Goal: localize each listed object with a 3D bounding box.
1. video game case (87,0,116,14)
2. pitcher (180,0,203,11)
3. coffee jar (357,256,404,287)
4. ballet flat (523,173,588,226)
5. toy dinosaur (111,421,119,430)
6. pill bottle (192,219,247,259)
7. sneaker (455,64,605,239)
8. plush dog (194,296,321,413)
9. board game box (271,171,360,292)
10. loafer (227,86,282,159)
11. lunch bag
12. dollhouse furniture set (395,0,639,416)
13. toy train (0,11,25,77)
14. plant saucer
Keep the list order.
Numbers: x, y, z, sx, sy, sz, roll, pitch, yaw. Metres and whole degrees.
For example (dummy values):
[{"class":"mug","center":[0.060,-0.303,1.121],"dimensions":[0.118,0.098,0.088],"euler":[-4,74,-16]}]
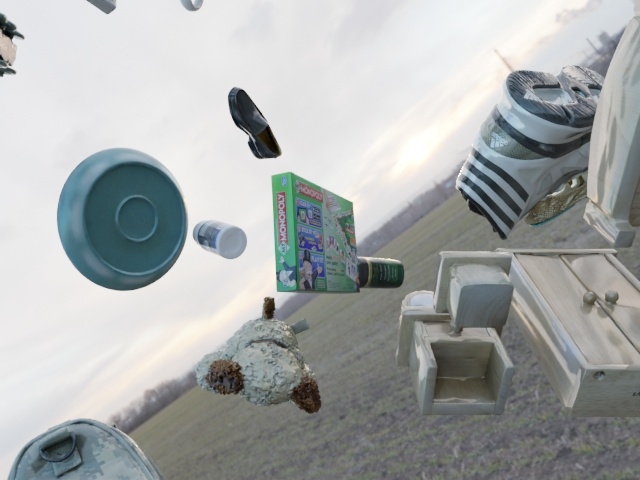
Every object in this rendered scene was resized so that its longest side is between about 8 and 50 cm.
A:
[{"class":"video game case","center":[-0.379,-0.451,0.708],"dimensions":[0.026,0.207,0.227],"euler":[-22,-23,24]},{"class":"pitcher","center":[-0.225,-0.540,0.962],"dimensions":[0.178,0.125,0.207],"euler":[87,-165,-47]},{"class":"coffee jar","center":[0.123,0.082,1.329],"dimensions":[0.096,0.079,0.184],"euler":[-2,-5,44]},{"class":"ballet flat","center":[0.451,-0.097,0.945],"dimensions":[0.206,0.067,0.073],"euler":[-28,11,-10]},{"class":"toy dinosaur","center":[-0.398,0.427,0.967],"dimensions":[0.064,0.268,0.118],"euler":[4,14,-35]},{"class":"pill bottle","center":[-0.236,-0.006,1.210],"dimensions":[0.078,0.078,0.137],"euler":[-36,30,-28]},{"class":"sneaker","center":[0.384,-0.146,0.903],"dimensions":[0.447,0.169,0.258],"euler":[-10,-36,-38]},{"class":"plush dog","center":[-0.105,0.243,1.033],"dimensions":[0.225,0.262,0.211],"euler":[-127,51,-72]},{"class":"board game box","center":[0.000,0.000,1.068],"dimensions":[0.046,0.214,0.317],"euler":[-8,-10,23]},{"class":"loafer","center":[-0.128,-0.236,1.059],"dimensions":[0.061,0.170,0.062],"euler":[13,58,36]},{"class":"lunch bag","center":[-0.275,0.372,0.672],"dimensions":[0.212,0.256,0.305],"euler":[-18,-22,-22]},{"class":"dollhouse furniture set","center":[0.211,-0.069,0.367],"dimensions":[0.303,0.356,0.174],"euler":[0,28,-2]},{"class":"toy train","center":[-0.841,-0.495,1.254],"dimensions":[0.334,0.190,0.142],"euler":[-158,83,-71]},{"class":"plant saucer","center":[-0.411,-0.046,1.155],"dimensions":[0.043,0.318,0.317],"euler":[1,24,39]}]
